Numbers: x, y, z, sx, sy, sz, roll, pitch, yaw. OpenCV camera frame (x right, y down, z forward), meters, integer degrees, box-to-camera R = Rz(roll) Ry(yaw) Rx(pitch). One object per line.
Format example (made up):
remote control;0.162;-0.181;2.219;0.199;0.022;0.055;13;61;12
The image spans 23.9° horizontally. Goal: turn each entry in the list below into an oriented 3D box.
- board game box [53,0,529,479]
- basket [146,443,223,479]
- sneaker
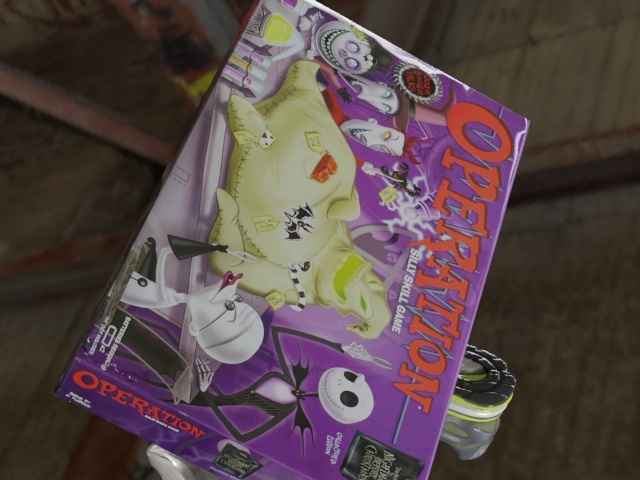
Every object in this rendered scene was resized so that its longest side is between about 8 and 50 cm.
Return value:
board game box;0.000;0.000;0.922;0.056;0.208;0.347;-48;-164;46
basket;-0.079;0.224;1.563;0.167;0.103;0.113;-37;-117;-20
sneaker;0.076;0.159;1.723;0.300;0.121;0.111;26;-144;31
